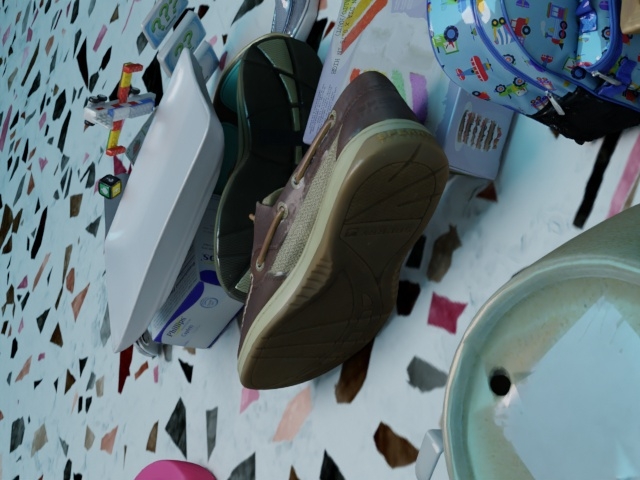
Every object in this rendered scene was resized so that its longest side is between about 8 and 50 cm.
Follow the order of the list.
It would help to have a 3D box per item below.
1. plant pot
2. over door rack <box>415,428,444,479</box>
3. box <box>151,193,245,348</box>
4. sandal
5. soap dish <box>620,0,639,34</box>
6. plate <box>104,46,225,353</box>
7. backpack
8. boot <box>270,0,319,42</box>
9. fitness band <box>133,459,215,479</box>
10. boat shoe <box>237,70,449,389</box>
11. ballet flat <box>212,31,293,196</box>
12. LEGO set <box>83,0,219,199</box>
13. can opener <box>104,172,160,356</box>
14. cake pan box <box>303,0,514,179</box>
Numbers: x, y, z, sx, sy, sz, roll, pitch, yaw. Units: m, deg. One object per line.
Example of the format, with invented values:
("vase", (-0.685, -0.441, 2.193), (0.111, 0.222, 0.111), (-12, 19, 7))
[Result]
("plant pot", (0.184, 0.073, 0.484), (0.256, 0.274, 0.256), (-5, 83, 44))
("over door rack", (0.134, 0.305, 0.665), (0.239, 0.108, 0.324), (-130, 40, -56))
("box", (-0.140, 0.034, 1.309), (0.126, 0.072, 0.137), (-49, 38, 40))
("sandal", (-0.044, -0.069, 1.179), (0.086, 0.120, 0.302), (119, 159, -62))
("soap dish", (0.306, -0.254, 0.647), (0.291, 0.118, 0.228), (-13, 66, 57))
("plate", (-0.170, -0.050, 1.256), (0.278, 0.045, 0.277), (-65, 20, 19))
("backpack", (0.163, -0.164, 0.790), (0.117, 0.173, 0.158), (-14, 64, 57))
("boot", (-0.044, -0.305, 1.288), (0.069, 0.086, 0.190), (13, 88, 60))
("fitness band", (-0.165, 0.379, 1.217), (0.209, 0.054, 0.290), (-45, 42, 40))
("boat shoe", (0.000, 0.000, 0.996), (0.342, 0.123, 0.123), (114, 144, -44))
("ballet flat", (-0.091, -0.150, 1.316), (0.232, 0.080, 0.073), (-55, 6, 26))
("LEGO set", (-0.199, -0.166, 1.371), (0.060, 0.182, 0.244), (26, 73, 21))
("can opener", (-0.226, 0.023, 1.485), (0.095, 0.076, 0.283), (-23, 50, 15))
("cake pan box", (0.099, -0.196, 1.021), (0.246, 0.070, 0.266), (20, 94, 58))
